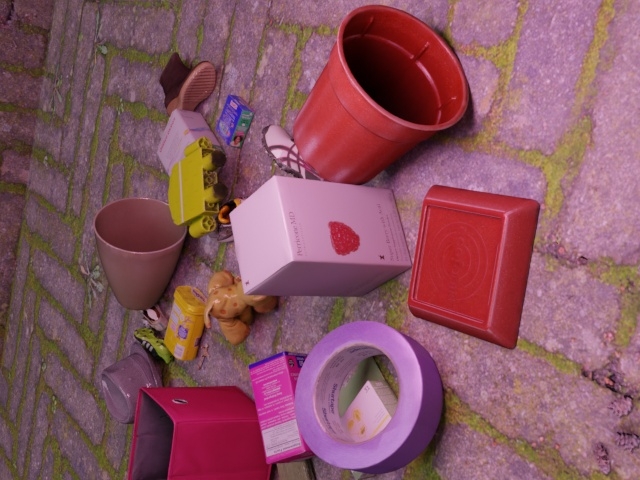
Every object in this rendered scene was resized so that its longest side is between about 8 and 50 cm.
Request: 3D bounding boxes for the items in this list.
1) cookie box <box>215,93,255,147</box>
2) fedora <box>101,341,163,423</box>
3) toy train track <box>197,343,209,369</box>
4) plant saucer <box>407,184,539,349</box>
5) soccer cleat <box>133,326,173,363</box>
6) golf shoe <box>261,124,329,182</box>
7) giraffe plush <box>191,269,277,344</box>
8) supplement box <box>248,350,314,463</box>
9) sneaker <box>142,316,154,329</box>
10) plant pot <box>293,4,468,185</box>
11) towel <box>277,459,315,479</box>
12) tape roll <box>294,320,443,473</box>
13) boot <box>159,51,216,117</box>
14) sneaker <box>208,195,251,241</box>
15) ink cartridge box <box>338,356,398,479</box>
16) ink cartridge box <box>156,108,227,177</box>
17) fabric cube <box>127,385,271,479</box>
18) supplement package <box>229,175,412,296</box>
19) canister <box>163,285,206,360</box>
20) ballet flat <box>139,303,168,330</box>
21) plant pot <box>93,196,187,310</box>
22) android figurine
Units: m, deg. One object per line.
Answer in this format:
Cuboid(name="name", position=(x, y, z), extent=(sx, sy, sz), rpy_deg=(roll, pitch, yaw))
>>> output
Cuboid(name="cookie box", position=(-0.223, -0.310, 2.100), extent=(0.092, 0.040, 0.107), rpy_deg=(50, 125, 42))
Cuboid(name="fedora", position=(-0.565, 0.439, 2.382), extent=(0.275, 0.124, 0.244), rpy_deg=(48, 134, 37))
Cuboid(name="toy train track", position=(-0.322, 0.316, 2.195), extent=(0.048, 0.014, 0.083), rpy_deg=(46, 123, 44))
Cuboid(name="plant saucer", position=(0.254, 0.038, 1.444), extent=(0.259, 0.047, 0.258), rpy_deg=(15, 99, 51))
Cuboid(name="soccer cleat", position=(-0.493, 0.308, 2.374), extent=(0.179, 0.060, 0.072), rpy_deg=(20, 120, 44))
Cuboid(name="golf shoe", position=(-0.035, -0.183, 1.817), extent=(0.120, 0.105, 0.273), rpy_deg=(-47, 56, 20))
Cuboid(name="giraffe plush", position=(-0.178, 0.129, 1.923), extent=(0.170, 0.210, 0.181), rpy_deg=(-23, 62, 18))
Cuboid(name="supplement box", position=(-0.065, 0.363, 1.757), extent=(0.114, 0.111, 0.220), rpy_deg=(-25, 67, 30))
Cuboid(name="sneaker", position=(-0.506, 0.255, 2.433), extent=(0.083, 0.032, 0.037), rpy_deg=(19, 125, 49))
Cuboid(name="plant pot", position=(0.092, -0.250, 1.528), extent=(0.265, 0.272, 0.272), rpy_deg=(-45, 52, 51))
Cuboid(name="towel", position=(-0.056, 0.516, 1.820), extent=(0.110, 0.027, 0.148), rpy_deg=(-43, 54, 41))
Cuboid(name="tape roll", position=(0.088, 0.294, 1.521), extent=(0.275, 0.090, 0.275), rpy_deg=(-15, 62, 30))
Cuboid(name="boot", position=(-0.389, -0.465, 2.290), extent=(0.248, 0.090, 0.207), rpy_deg=(-52, 51, 41))
Cuboid(name="sneaker", position=(-0.230, -0.061, 2.044), extent=(0.225, 0.092, 0.088), rpy_deg=(-33, 62, 48))
Cuboid(name="ink cartridge box", position=(0.078, 0.338, 1.641), extent=(0.171, 0.056, 0.235), rpy_deg=(-59, 47, 31))
Cuboid(name="ink cartridge box", position=(-0.358, -0.239, 2.229), extent=(0.212, 0.093, 0.154), rpy_deg=(54, 127, 37))
Cuboid(name="fabric cube", position=(-0.282, 0.499, 1.907), extent=(0.254, 0.258, 0.259), rpy_deg=(18, 101, 59))
Cuboid(name="supplement package", position=(0.000, 0.000, 1.576), extent=(0.175, 0.293, 0.177), rpy_deg=(-35, 61, 46))
Cuboid(name="canister", position=(-0.368, 0.228, 2.215), extent=(0.126, 0.073, 0.170), rpy_deg=(40, 119, 47))
Cuboid(name="ballet flat", position=(-0.504, 0.208, 2.404), extent=(0.057, 0.052, 0.168), rpy_deg=(-45, 45, -12))
Cuboid(name="plant pot", position=(-0.520, 0.058, 2.319), extent=(0.256, 0.256, 0.274), rpy_deg=(54, 143, 40))
Cuboid(name="android figurine", position=(-0.315, -0.131, 2.050), extent=(0.273, 0.056, 0.248), rpy_deg=(-23, 69, 54))
